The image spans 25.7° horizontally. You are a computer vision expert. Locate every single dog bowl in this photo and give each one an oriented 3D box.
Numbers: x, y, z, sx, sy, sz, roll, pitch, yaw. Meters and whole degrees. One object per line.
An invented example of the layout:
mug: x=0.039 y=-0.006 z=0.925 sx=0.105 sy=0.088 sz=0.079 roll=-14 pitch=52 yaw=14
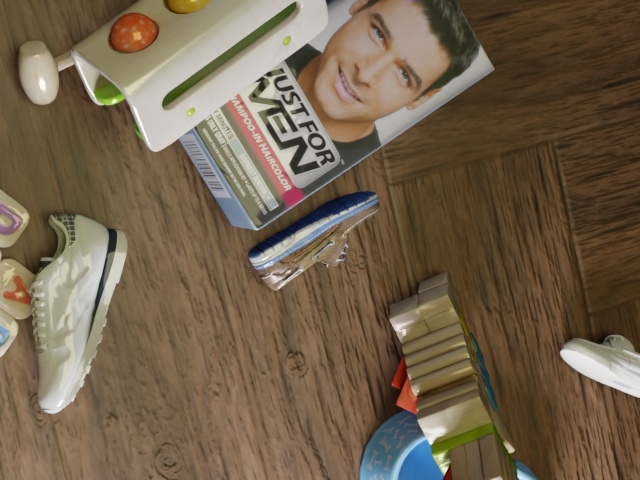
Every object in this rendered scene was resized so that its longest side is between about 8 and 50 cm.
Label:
dog bowl: x=0.193 y=0.343 z=1.860 sx=0.297 sy=0.074 sz=0.166 roll=34 pitch=82 yaw=-18

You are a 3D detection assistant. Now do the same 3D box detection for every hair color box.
hair color box: x=0.008 y=-0.192 z=1.735 sx=0.374 sy=0.113 sz=0.185 roll=-35 pitch=104 yaw=-15

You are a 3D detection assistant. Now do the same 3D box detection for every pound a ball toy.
pound a ball toy: x=-0.181 y=-0.251 z=1.606 sx=0.319 sy=0.208 sz=0.135 roll=-38 pitch=143 yaw=-18

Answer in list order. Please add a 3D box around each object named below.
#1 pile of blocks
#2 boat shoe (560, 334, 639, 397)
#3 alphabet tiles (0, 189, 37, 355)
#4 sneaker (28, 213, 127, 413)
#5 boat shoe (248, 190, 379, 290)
pile of blocks: x=0.162 y=0.216 z=1.773 sx=0.113 sy=0.362 sz=0.149 roll=-22 pitch=144 yaw=13
boat shoe: x=0.413 y=0.165 z=1.936 sx=0.184 sy=0.066 sz=0.063 roll=23 pitch=72 yaw=-18
alphabet tiles: x=-0.463 y=0.042 z=1.597 sx=0.278 sy=0.021 sz=0.284 roll=41 pitch=69 yaw=-25
sneaker: x=-0.305 y=0.085 z=1.653 sx=0.095 sy=0.090 sz=0.235 roll=19 pitch=75 yaw=-26
boat shoe: x=0.000 y=0.000 z=1.776 sx=0.183 sy=0.066 sz=0.066 roll=-28 pitch=108 yaw=-6
